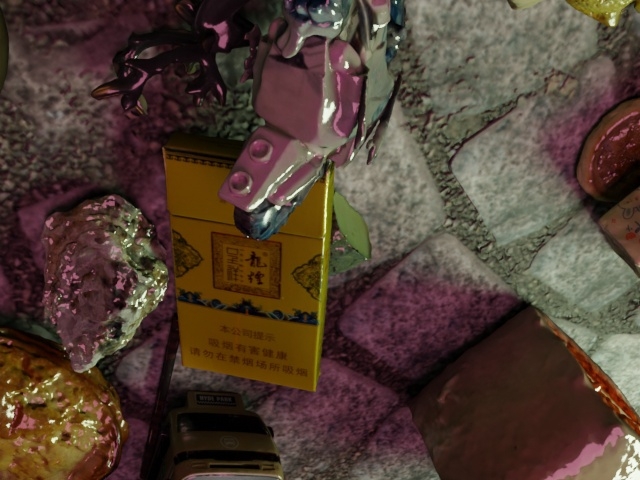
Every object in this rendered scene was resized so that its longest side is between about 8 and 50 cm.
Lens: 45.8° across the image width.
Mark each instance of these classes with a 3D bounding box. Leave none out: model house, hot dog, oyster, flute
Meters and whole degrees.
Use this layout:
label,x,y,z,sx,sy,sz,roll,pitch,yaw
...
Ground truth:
label,x,y,z,sx,sy,sz,roll,pitch,yaw
model house,0.000,0.000,0.785,0.083,0.066,0.078,-23,142,24
hot dog,-0.332,0.173,0.773,0.259,0.114,0.175,32,116,-33
oyster,-0.210,0.041,0.738,0.124,0.064,0.177,-10,117,-4
flute,-0.189,0.191,0.891,0.014,0.014,0.270,5,124,-20

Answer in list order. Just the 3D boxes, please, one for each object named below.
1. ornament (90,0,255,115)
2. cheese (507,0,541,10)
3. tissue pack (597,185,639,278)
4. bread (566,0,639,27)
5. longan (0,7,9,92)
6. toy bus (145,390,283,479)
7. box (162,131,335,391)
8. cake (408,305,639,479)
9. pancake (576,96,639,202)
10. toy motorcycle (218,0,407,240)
label,x,y,z,sx,sy,sz,roll,pitch,yaw
ornament,-0.114,-0.204,0.575,0.202,0.080,0.236,26,115,-36
cheese,0.109,-0.288,0.476,0.127,0.266,0.233,-16,136,-58
tissue pack,0.422,-0.036,0.839,0.196,0.092,0.148,-41,146,13
bread,0.288,-0.274,0.660,0.149,0.065,0.188,-7,129,-6
longan,-0.325,-0.126,0.499,0.220,0.197,0.197,4,124,-17
toy bus,-0.148,0.326,0.914,0.139,0.157,0.290,7,125,-22
box,-0.069,0.031,0.756,0.152,0.041,0.279,9,127,8
cake,0.293,0.269,0.961,0.230,0.237,0.308,-44,124,12
pancake,0.347,-0.094,0.835,0.139,0.022,0.140,-8,129,-11
toy motorcycle,-0.011,-0.129,0.568,0.108,0.239,0.204,12,163,15
